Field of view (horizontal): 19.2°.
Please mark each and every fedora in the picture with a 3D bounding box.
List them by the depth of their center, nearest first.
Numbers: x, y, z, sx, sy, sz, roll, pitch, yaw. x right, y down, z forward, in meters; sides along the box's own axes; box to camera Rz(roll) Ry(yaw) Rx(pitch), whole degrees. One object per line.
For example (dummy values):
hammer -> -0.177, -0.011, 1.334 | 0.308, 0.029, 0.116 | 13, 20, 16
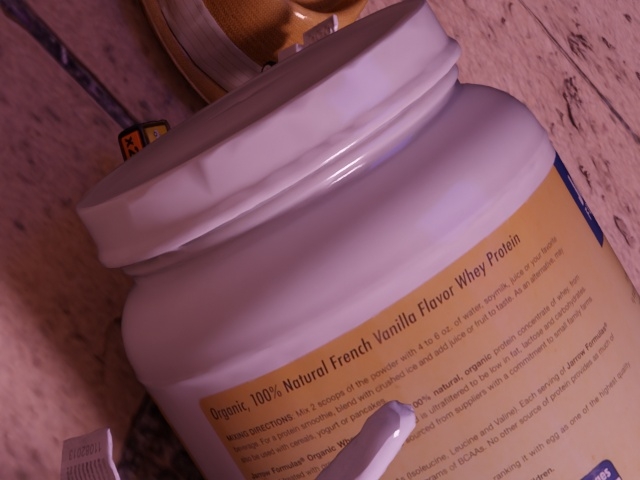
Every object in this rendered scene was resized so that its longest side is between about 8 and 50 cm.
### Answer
fedora -> -0.027, -0.149, 1.136 | 0.194, 0.079, 0.194 | 34, 41, -35

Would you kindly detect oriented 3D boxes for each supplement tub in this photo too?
supplement tub -> 0.046, 0.066, 0.912 | 0.316, 0.228, 0.228 | 59, 33, -11

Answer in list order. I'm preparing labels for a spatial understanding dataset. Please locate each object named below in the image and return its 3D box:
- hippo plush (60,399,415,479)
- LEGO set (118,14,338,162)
hippo plush -> -0.055, 0.230, 0.744 | 0.236, 0.234, 0.294 | 51, 34, -76
LEGO set -> 0.000, 0.000, 1.045 | 0.244, 0.060, 0.182 | 50, 48, -17
